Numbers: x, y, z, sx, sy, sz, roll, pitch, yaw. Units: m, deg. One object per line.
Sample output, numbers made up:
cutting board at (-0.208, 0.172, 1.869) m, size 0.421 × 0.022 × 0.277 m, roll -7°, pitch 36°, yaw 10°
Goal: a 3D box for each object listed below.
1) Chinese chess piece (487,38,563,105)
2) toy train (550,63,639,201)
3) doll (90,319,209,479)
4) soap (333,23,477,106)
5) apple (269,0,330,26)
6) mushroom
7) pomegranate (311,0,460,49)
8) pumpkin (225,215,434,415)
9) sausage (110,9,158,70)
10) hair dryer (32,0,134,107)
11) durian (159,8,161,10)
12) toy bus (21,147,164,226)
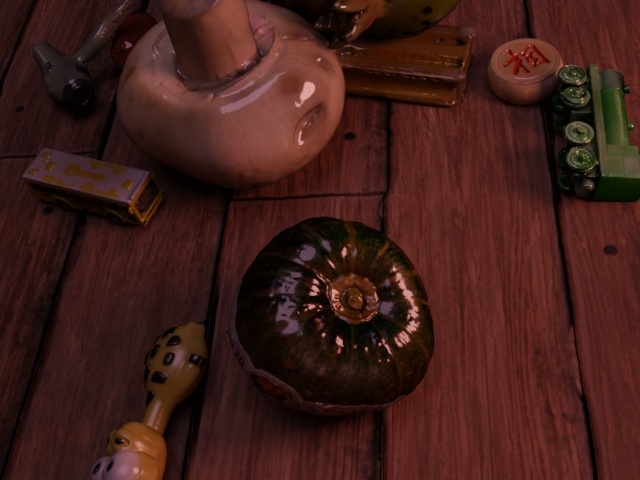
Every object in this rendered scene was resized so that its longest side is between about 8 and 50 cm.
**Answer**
Chinese chess piece at (0.334, -0.277, 1.338) m, size 0.122 × 0.051 × 0.122 m, roll -5°, pitch 53°, yaw 7°
toy train at (0.413, -0.167, 1.226) m, size 0.119 × 0.085 × 0.251 m, roll 4°, pitch 56°, yaw 7°
doll at (-0.216, 0.231, 1.047) m, size 0.117 × 0.086 × 0.291 m, roll -23°, pitch 40°, yaw 48°
soap at (0.139, -0.303, 1.382) m, size 0.233 × 0.076 × 0.135 m, roll 8°, pitch 55°, yaw 16°
apple at (0.000, -0.496, 1.476) m, size 0.234 × 0.234 × 0.234 m, roll -5°, pitch 53°, yaw 7°
mushroom at (-0.155, -0.235, 1.267) m, size 0.325 × 0.353 × 0.353 m, roll -42°, pitch 51°, yaw 18°
pomegranate at (0.091, -0.411, 1.292) m, size 0.286 × 0.231 × 0.231 m, roll -31°, pitch 54°, yaw -11°
pumpkin at (0.014, 0.098, 1.045) m, size 0.260 × 0.189 × 0.260 m, roll 5°, pitch 70°, yaw -14°
sausage at (-0.347, -0.374, 1.535) m, size 0.076 × 0.076 × 0.141 m, roll 4°, pitch 54°, yaw 14°
hair dryer at (-0.458, -0.357, 1.516) m, size 0.219 × 0.088 × 0.225 m, roll 16°, pitch 79°, yaw 40°
durian at (-0.212, -0.408, 1.500) m, size 0.183 × 0.138 × 0.249 m, roll -35°, pitch 60°, yaw -25°
toy bus at (-0.366, -0.088, 1.321) m, size 0.226 × 0.074 × 0.081 m, roll 15°, pitch 57°, yaw 22°
